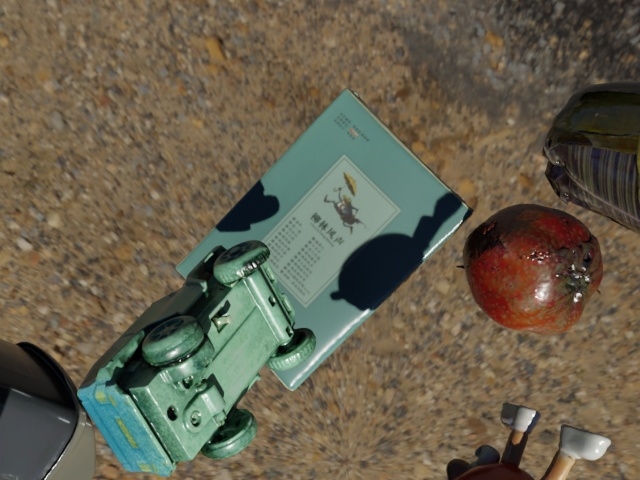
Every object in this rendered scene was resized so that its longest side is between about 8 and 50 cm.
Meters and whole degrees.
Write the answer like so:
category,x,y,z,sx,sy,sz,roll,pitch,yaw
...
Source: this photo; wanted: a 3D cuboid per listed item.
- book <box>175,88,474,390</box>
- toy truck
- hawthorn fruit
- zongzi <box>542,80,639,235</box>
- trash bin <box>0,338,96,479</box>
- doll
category,x,y,z,sx,sy,sz,roll,pitch,yaw
book,0.000,0.000,1.490,0.379,0.031,0.264,-45,83,10
toy truck,-0.131,0.124,1.131,0.156,0.279,0.155,-12,115,34
hawthorn fruit,0.267,0.035,1.407,0.235,0.181,0.181,6,73,48
zongzi,0.370,-0.001,0.914,0.289,0.317,0.154,13,52,42
trash bin,-0.411,0.199,1.201,0.182,0.290,0.209,-52,46,0
doll,0.184,0.270,1.026,0.085,0.183,0.217,44,75,-26
